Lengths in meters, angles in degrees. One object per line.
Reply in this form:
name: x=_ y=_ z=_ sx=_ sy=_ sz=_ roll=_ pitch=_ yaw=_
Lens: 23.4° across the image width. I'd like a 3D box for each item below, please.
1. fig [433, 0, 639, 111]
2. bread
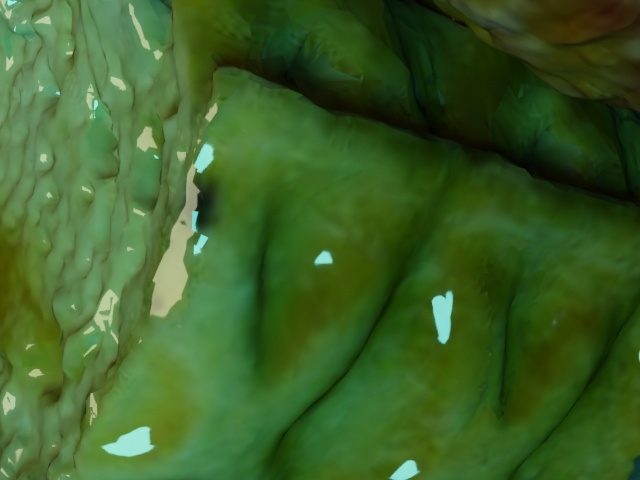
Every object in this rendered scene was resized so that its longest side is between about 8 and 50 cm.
fig: x=0.119 y=-0.219 z=0.506 sx=0.286 sy=0.286 sz=0.369 roll=-52 pitch=23 yaw=29
bread: x=0.002 y=-0.006 z=0.577 sx=0.196 sy=0.252 sz=0.239 roll=-42 pitch=56 yaw=39
